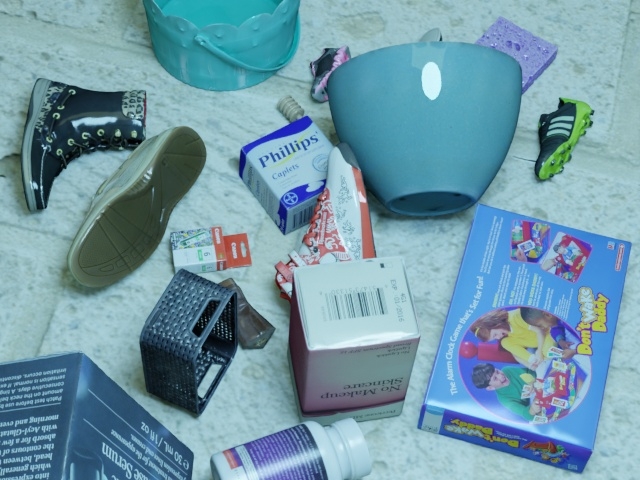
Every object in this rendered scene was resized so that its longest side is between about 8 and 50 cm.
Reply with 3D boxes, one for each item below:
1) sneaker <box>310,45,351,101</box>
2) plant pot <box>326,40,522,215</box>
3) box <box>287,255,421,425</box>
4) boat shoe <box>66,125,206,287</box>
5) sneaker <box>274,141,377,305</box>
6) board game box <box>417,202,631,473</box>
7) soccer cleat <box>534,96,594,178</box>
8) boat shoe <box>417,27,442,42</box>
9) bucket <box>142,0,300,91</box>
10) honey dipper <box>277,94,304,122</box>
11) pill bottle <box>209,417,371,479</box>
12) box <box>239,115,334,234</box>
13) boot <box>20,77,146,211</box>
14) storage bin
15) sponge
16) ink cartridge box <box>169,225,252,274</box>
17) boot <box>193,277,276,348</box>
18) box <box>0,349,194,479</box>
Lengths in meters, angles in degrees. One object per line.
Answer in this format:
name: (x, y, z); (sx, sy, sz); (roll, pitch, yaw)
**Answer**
sneaker: (0.005, -0.272, 2.123); (0.057, 0.047, 0.119); (12, 52, 23)
plant pot: (0.157, -0.146, 1.925); (0.290, 0.290, 0.195); (-1, 75, -4)
box: (0.039, 0.138, 1.737); (0.149, 0.232, 0.126); (-7, 58, -7)
boat shoe: (-0.284, -0.050, 1.933); (0.098, 0.109, 0.302); (-2, 46, 45)
sneaker: (0.000, 0.001, 1.862); (0.145, 0.090, 0.270); (-10, 88, -5)
board game box: (0.292, 0.130, 1.848); (0.233, 0.078, 0.347); (15, 57, 7)
soccer cleat: (0.368, -0.161, 2.061); (0.072, 0.060, 0.179); (22, 51, 23)
boat shoe: (0.180, -0.297, 2.148); (0.046, 0.038, 0.125); (-19, 41, 35)
bucket: (-0.156, -0.387, 2.103); (0.281, 0.183, 0.281); (1, 57, -2)
honey dipper: (-0.009, -0.166, 2.060); (0.030, 0.030, 0.160); (-33, 68, -22)
pill bottle: (-0.037, 0.299, 1.702); (0.194, 0.108, 0.108); (-18, 59, -14)
box: (-0.037, -0.100, 1.986); (0.126, 0.072, 0.137); (-28, 62, -20)
boot: (-0.358, -0.147, 1.993); (0.179, 0.085, 0.236); (2, 56, -4)
storage bin: (-0.175, 0.137, 1.757); (0.084, 0.180, 0.122); (22, 58, 12)
sponge: (0.283, -0.273, 2.141); (0.117, 0.031, 0.210); (34, 61, 18)
ink cartridge box: (-0.161, 0.013, 1.930); (0.115, 0.029, 0.062); (-7, 57, -7)
boot: (-0.133, 0.118, 1.862); (0.106, 0.037, 0.114); (-32, 68, -19)
box: (-0.315, 0.373, 1.497); (0.212, 0.293, 0.395); (-10, 55, 19)
